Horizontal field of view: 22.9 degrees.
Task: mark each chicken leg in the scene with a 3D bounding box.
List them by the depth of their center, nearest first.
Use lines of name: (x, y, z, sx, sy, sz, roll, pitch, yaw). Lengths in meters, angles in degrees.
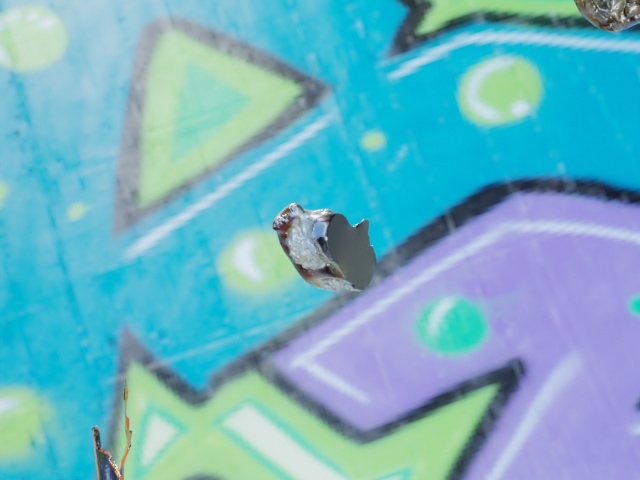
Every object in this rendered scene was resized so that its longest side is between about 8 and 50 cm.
chicken leg: (0.314, -0.242, 1.372, 0.125, 0.196, 0.080, -72, -34, -69)

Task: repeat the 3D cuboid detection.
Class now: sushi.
sushi: (0.000, 0.000, 0.961, 0.083, 0.046, 0.044, 52, -129, -56)

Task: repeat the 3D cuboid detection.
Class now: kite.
kite: (-0.098, 0.143, 0.773, 0.190, 0.010, 0.159, -149, 61, -69)
